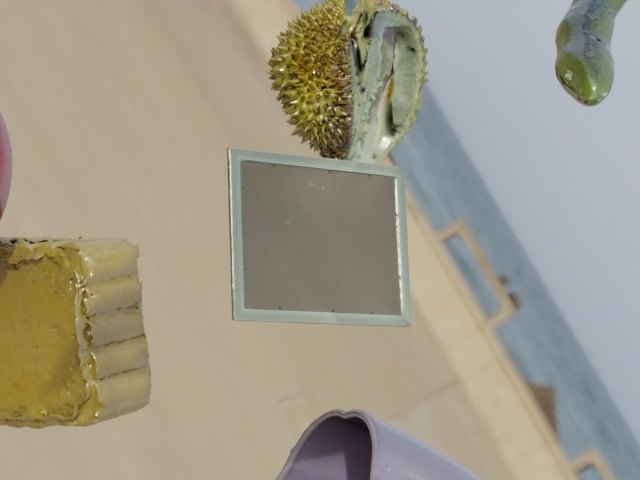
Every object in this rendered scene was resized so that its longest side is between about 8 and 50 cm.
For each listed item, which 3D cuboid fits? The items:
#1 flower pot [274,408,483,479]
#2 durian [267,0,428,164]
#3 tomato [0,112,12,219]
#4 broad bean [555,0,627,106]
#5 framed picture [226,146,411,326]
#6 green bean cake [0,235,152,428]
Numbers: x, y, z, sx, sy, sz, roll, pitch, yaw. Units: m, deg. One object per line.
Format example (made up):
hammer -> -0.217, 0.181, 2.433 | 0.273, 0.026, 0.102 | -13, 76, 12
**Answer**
flower pot -> 0.084, 0.336, 1.591 | 0.243, 0.265, 0.265 | 25, 21, -23
durian -> 0.018, -0.174, 1.787 | 0.137, 0.237, 0.193 | 20, 7, 36
tomato -> -0.466, -0.061, 1.688 | 0.226, 0.298, 0.298 | 45, 5, 5
broad bean -> 0.223, -0.169, 1.207 | 0.227, 0.069, 0.039 | -53, 151, -46
framed picture -> 0.000, 0.000, 1.273 | 0.183, 0.011, 0.142 | 4, 79, -36
green bean cake -> -0.315, 0.105, 1.833 | 0.131, 0.224, 0.230 | -6, 93, -51
